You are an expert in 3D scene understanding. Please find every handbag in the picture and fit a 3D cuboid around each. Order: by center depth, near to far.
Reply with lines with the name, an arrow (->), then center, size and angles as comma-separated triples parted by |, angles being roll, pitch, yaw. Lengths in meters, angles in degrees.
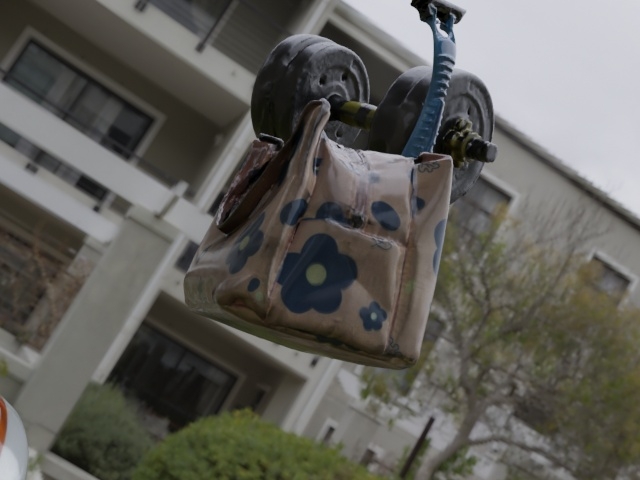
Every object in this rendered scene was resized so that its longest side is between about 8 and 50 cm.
handbag -> 0.000, 0.000, 0.852 | 0.190, 0.193, 0.251 | 17, -8, -15

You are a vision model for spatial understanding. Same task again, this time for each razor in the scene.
razor -> 0.101, -0.118, 0.976 | 0.042, 0.253, 0.082 | 16, 4, 44

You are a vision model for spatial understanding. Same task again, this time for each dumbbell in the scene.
dumbbell -> 0.065, -0.162, 1.297 | 0.388, 0.185, 0.185 | 22, -15, 38

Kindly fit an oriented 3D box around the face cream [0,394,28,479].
face cream -> -0.259, 0.095, 0.417 | 0.187, 0.201, 0.201 | 53, -21, -26
